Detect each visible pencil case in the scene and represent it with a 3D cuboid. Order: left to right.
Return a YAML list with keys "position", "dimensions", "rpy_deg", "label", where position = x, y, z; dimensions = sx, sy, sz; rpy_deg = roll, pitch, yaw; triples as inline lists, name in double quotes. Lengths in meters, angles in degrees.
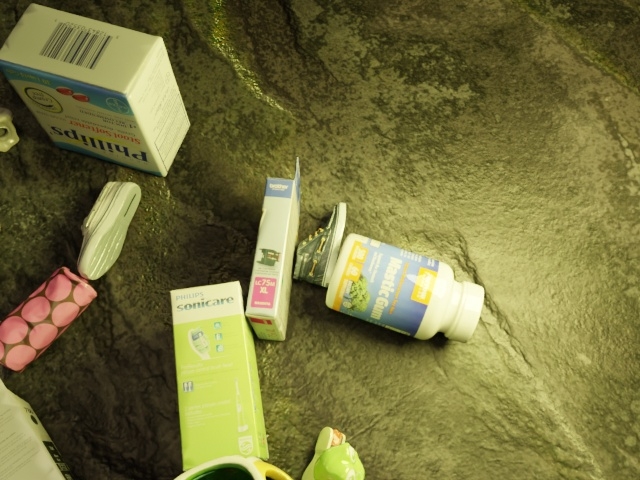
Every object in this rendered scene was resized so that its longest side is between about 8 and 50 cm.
- position: [-0.530, 0.144, 1.064]
  dimensions: [0.098, 0.095, 0.209]
  rpy_deg: [38, 70, 13]
  label: "pencil case"

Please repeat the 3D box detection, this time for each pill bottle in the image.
- position: [0.158, 0.097, 1.062]
  dimensions: [0.271, 0.152, 0.153]
  rpy_deg: [18, 69, 7]
  label: "pill bottle"

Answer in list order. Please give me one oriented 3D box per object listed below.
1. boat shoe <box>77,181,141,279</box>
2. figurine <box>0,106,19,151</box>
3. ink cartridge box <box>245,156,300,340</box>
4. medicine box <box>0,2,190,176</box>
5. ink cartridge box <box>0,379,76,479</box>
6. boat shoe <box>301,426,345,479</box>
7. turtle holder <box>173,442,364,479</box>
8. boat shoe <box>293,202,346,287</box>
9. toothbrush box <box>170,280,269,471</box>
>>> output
- position: [-0.443, -0.023, 1.146]
  dimensions: [0.075, 0.083, 0.227]
  rpy_deg: [10, 56, 14]
  label: "boat shoe"
- position: [-0.797, -0.242, 1.216]
  dimensions: [0.209, 0.092, 0.215]
  rpy_deg: [36, 71, 17]
  label: "figurine"
- position: [-0.082, 0.018, 1.070]
  dimensions: [0.065, 0.186, 0.312]
  rpy_deg: [7, 68, 4]
  label: "ink cartridge box"
- position: [-0.433, -0.287, 1.127]
  dimensions: [0.263, 0.289, 0.149]
  rpy_deg: [16, 67, 5]
  label: "medicine box"
- position: [-0.541, 0.407, 0.974]
  dimensions: [0.165, 0.065, 0.333]
  rpy_deg: [-36, 75, -14]
  label: "ink cartridge box"
- position: [0.005, 0.403, 0.998]
  dimensions: [0.043, 0.049, 0.137]
  rpy_deg: [34, 66, -30]
  label: "boat shoe"
- position: [-0.092, 0.411, 0.753]
  dimensions: [0.319, 0.228, 0.243]
  rpy_deg: [-5, 31, 1]
  label: "turtle holder"
- position: [0.000, 0.000, 1.143]
  dimensions: [0.083, 0.065, 0.184]
  rpy_deg: [12, 70, 2]
  label: "boat shoe"
- position: [-0.170, 0.239, 0.971]
  dimensions: [0.122, 0.206, 0.284]
  rpy_deg: [-7, 69, -4]
  label: "toothbrush box"
